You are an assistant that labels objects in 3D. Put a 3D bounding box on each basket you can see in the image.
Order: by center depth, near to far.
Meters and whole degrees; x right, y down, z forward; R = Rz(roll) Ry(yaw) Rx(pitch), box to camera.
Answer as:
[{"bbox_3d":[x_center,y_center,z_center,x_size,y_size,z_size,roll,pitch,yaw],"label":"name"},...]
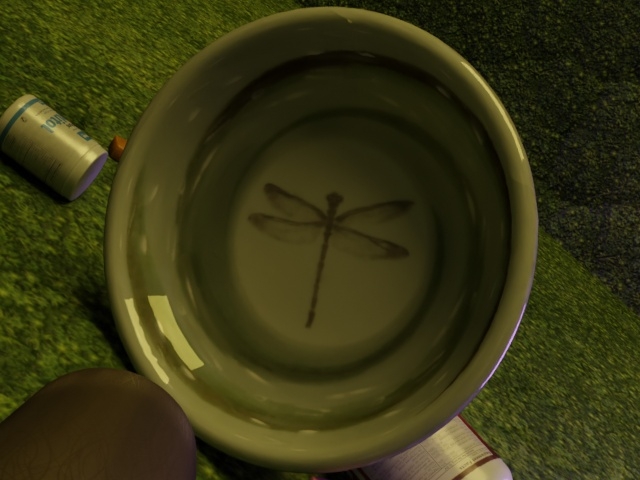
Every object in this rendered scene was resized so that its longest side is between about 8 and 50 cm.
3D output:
[{"bbox_3d":[-0.146,0.178,0.621,0.227,0.154,0.204,-93,160,-75],"label":"basket"}]

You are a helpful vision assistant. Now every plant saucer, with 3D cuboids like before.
[{"bbox_3d":[0.000,0.000,0.932,0.400,0.400,0.100,45,11,21],"label":"plant saucer"}]

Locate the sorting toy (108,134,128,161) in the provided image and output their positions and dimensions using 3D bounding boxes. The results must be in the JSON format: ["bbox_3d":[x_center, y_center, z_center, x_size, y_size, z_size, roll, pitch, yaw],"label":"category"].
[{"bbox_3d":[-0.118,-0.037,1.333,0.307,0.041,0.229,26,22,-30],"label":"sorting toy"}]

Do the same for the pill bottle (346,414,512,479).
[{"bbox_3d":[0.104,0.223,0.999,0.221,0.121,0.121,47,21,26],"label":"pill bottle"}]

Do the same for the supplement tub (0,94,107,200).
[{"bbox_3d":[-0.293,-0.101,1.133,0.107,0.071,0.071,36,19,-1],"label":"supplement tub"}]

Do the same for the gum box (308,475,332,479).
[{"bbox_3d":[0.044,0.281,0.850,0.107,0.062,0.188,22,24,-37],"label":"gum box"}]
